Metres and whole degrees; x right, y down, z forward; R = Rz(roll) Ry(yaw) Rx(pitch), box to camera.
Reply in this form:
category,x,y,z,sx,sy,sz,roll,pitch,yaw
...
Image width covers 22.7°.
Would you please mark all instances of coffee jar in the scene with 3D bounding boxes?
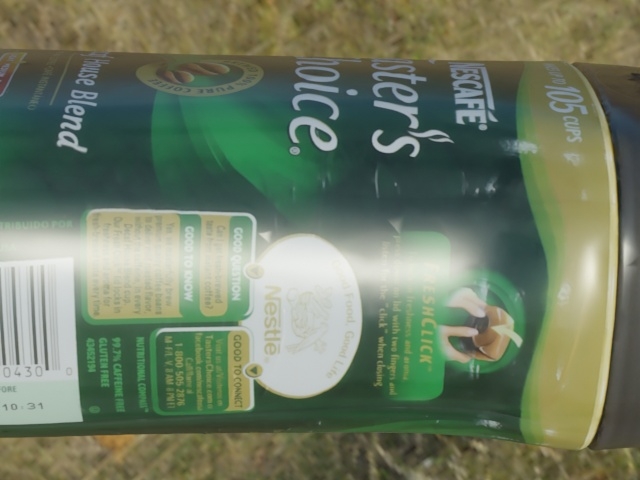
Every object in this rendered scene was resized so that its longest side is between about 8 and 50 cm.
category,x,y,z,sx,sy,sz,roll,pitch,yaw
coffee jar,0.000,0.000,0.355,0.184,0.079,0.096,1,19,-2
